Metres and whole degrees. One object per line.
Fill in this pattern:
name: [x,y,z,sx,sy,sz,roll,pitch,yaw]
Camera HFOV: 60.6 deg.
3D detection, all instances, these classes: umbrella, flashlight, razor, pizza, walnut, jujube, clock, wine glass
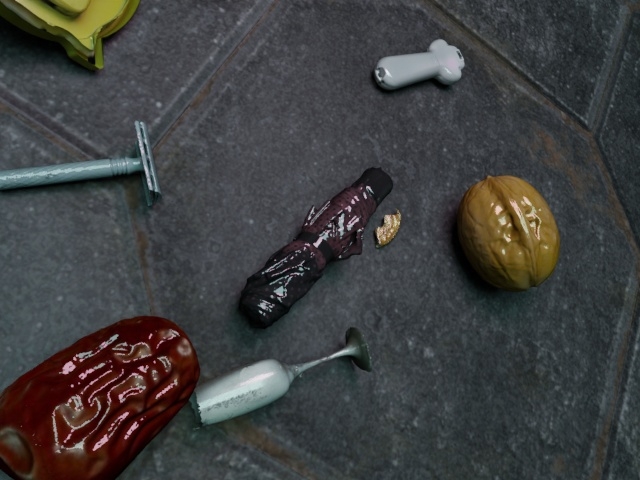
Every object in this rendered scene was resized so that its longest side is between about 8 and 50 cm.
umbrella: [0.000,0.000,0.825,0.326,0.094,0.090,-47,122,-28]
flashlight: [0.187,-0.328,1.045,0.201,0.047,0.093,-20,81,-25]
razor: [-0.338,-0.089,0.728,0.232,0.068,0.106,-11,77,-22]
pizza: [0.114,-0.021,0.926,0.037,0.016,0.083,37,66,-10]
walnut: [0.319,-0.013,0.938,0.159,0.159,0.206,-16,85,-27]
jujube: [-0.248,0.185,0.626,0.230,0.155,0.155,-34,89,-39]
clock: [-0.377,-0.412,0.753,0.277,0.071,0.293,36,65,-50]
wine glass: [-0.056,0.188,0.751,0.262,0.074,0.074,-14,79,-25]
